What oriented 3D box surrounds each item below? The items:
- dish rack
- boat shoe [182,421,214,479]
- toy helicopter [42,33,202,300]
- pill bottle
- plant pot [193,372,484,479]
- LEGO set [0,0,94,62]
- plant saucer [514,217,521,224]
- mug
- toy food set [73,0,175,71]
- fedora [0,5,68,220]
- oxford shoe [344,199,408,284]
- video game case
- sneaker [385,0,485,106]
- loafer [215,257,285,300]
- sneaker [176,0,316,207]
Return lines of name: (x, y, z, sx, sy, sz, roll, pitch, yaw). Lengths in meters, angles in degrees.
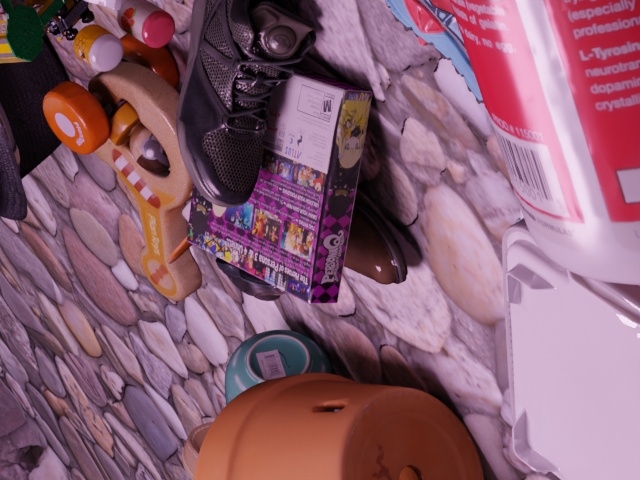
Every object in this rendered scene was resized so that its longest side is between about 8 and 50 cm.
dish rack: (0.251, 0.139, 1.495, 0.285, 0.072, 0.333, 38, 150, 37)
boat shoe: (-0.055, 0.292, 2.296, 0.341, 0.121, 0.110, 18, 133, 41)
toy helicopter: (-0.172, -0.052, 2.039, 0.235, 0.140, 0.355, 31, 147, 28)
pill bottle: (0.176, -0.196, 1.036, 0.229, 0.229, 0.408, 21, 138, 54)
plant pot: (0.038, 0.274, 1.904, 0.203, 0.291, 0.291, -21, 102, 50)
LEGO set: (-0.402, -0.350, 1.937, 0.192, 0.255, 0.331, 0, 138, 31)
plant saucer: (0.233, 0.060, 1.533, 0.192, 0.018, 0.067, 49, 157, 18)
mug: (-0.036, 0.173, 2.081, 0.158, 0.129, 0.097, 21, 141, 19)
toy food set: (-0.167, -0.269, 1.748, 0.104, 0.111, 0.232, 33, 117, 43)
fedora: (-0.425, -0.195, 2.320, 0.334, 0.152, 0.334, 43, 154, 28)
oxford shoe: (0.000, 0.000, 1.816, 0.227, 0.096, 0.083, 29, 143, 45)
video game case: (-0.046, -0.069, 1.755, 0.232, 0.042, 0.210, 24, 108, 51)
sneaker: (0.135, -0.176, 1.308, 0.262, 0.104, 0.125, 41, 151, 32)
loafer: (-0.062, 0.041, 2.046, 0.061, 0.062, 0.170, 55, 168, -20)
sneaker: (-0.071, -0.147, 1.681, 0.130, 0.087, 0.227, -5, 77, 58)
